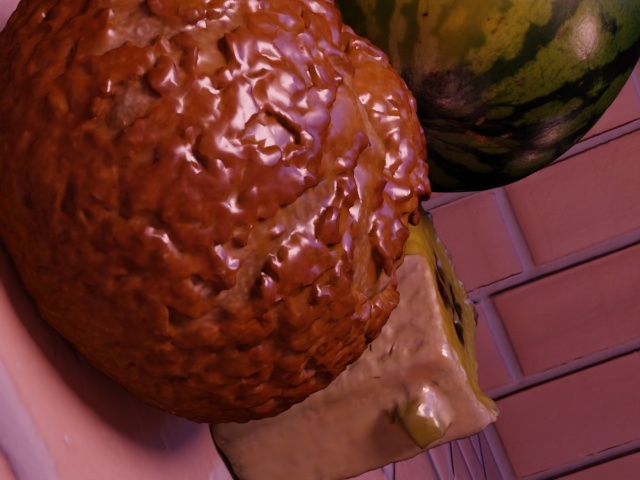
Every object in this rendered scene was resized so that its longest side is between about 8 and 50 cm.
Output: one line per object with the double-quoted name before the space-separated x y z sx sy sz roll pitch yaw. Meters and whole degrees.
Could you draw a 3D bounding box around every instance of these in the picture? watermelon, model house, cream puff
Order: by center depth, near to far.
"cream puff" -0.049 -0.042 0.583 0.303 0.212 0.303 -18 90 -74
"watermelon" 0.104 -0.184 0.747 0.285 0.285 0.285 -21 90 -81
"model house" 0.018 0.083 0.766 0.234 0.193 0.175 -77 145 -69
